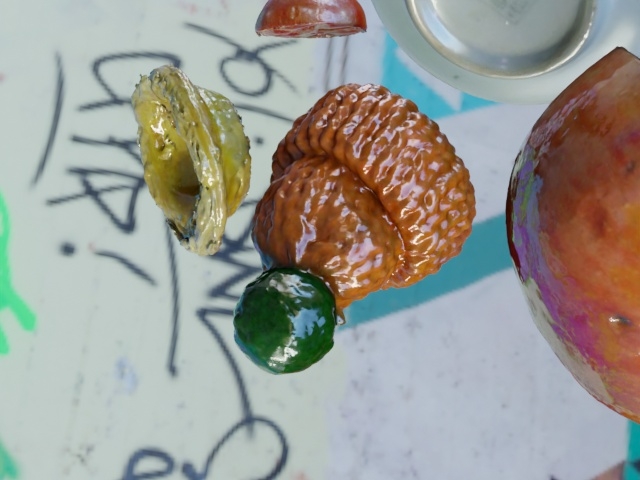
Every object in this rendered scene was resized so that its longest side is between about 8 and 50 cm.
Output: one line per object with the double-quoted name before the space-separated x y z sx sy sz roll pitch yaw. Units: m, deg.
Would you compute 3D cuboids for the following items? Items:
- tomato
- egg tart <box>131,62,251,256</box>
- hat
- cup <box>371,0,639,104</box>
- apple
"tomato" -0.017 -0.318 1.681 0.155 0.156 0.069 -172 -101 -72
"egg tart" -0.180 -0.120 1.774 0.288 0.118 0.288 37 -46 53
"hat" 0.000 0.000 1.623 0.400 0.285 0.285 -43 -175 -24
"cup" 0.174 -0.253 1.064 0.347 0.347 0.163 -56 -177 48
"apple" 0.228 0.031 0.846 0.163 0.293 0.251 -38 -151 9
